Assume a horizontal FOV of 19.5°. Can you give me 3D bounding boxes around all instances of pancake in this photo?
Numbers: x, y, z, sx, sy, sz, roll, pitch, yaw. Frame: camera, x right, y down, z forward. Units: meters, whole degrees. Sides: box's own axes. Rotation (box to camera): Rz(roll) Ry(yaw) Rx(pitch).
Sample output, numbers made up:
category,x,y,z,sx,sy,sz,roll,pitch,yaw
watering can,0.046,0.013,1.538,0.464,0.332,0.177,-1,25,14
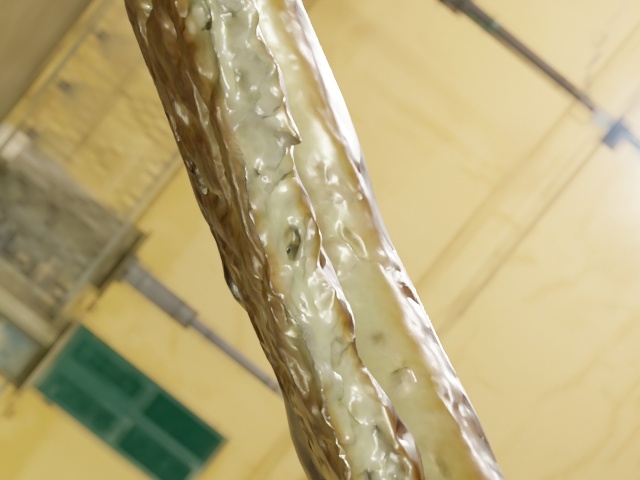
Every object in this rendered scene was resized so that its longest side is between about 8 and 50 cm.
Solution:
category,x,y,z,sx,sy,sz,roll,pitch,yaw
pancake,0.000,0.000,0.517,0.056,0.257,0.212,-21,-168,-5
